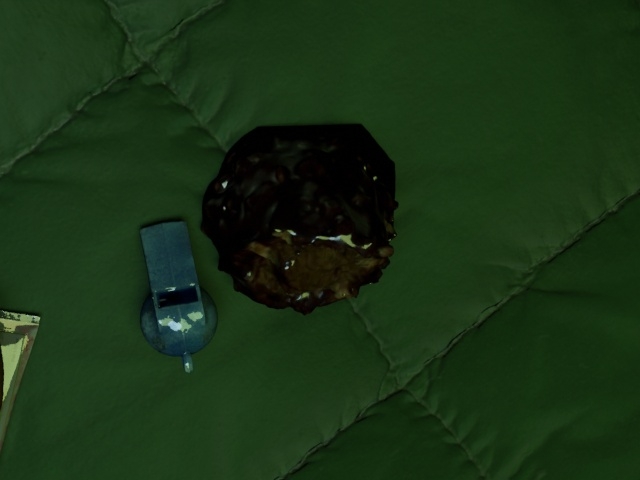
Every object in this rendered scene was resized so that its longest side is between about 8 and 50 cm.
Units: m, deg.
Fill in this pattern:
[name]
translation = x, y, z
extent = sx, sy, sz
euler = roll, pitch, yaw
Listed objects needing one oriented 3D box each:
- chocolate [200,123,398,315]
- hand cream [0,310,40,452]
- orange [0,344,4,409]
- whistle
[chocolate]
translation = 0.000, 0.000, 1.240
extent = 0.224, 0.177, 0.206
euler = -3, 110, -17
[hand cream]
translation = -0.350, 0.175, 1.253
extent = 0.067, 0.043, 0.209
euler = 11, 99, -16
[orange]
translation = -0.398, 0.151, 1.138
extent = 0.179, 0.158, 0.237
euler = 14, 89, -42
[whistle]
translation = -0.155, 0.066, 1.270
extent = 0.090, 0.090, 0.157
euler = -8, 72, -17
